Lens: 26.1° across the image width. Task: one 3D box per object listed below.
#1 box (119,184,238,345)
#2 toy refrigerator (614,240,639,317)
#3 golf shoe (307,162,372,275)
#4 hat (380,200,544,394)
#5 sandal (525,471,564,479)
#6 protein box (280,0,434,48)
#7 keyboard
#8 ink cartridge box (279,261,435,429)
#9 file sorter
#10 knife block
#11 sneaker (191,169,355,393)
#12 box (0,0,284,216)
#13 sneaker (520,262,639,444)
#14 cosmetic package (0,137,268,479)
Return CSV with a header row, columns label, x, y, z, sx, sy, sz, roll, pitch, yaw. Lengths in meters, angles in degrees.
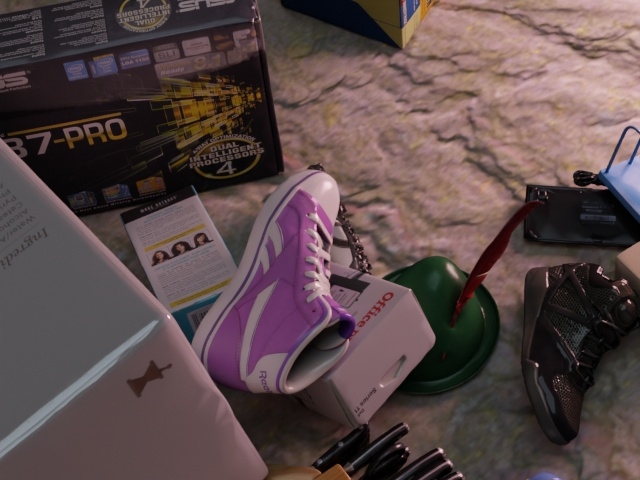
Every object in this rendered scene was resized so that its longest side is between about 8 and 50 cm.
label,x,y,z,sx,sy,sz,roll,pitch,yaw
box,-0.160,0.028,1.647,0.100,0.060,0.244,-23,34,-8
toy refrigerator,0.486,0.013,1.644,0.269,0.094,0.102,-30,53,-15
golf shoe,0.000,0.000,1.708,0.094,0.077,0.198,-26,51,1
hat,0.128,0.048,1.592,0.173,0.183,0.208,26,63,20
sandal,0.336,0.353,1.430,0.138,0.126,0.317,-33,63,-32
protein box,0.072,-0.408,1.920,0.200,0.136,0.201,23,62,19
keyboard,0.347,-0.039,1.729,0.180,0.023,0.108,4,64,6
ink cartridge box,0.003,0.108,1.577,0.208,0.087,0.153,18,56,45
file sorter,0.451,-0.097,1.686,0.170,0.104,0.118,-20,56,-25
knife block,0.023,0.325,1.478,0.242,0.088,0.275,6,57,10
sneaker,-0.009,0.049,1.507,0.161,0.102,0.282,7,60,36
box,-0.254,-0.162,1.681,0.395,0.318,0.097,-11,57,-3
sneaker,0.300,0.119,1.573,0.130,0.087,0.227,-15,48,29
cosmetic package,-0.326,0.154,1.426,0.327,0.329,0.394,-39,52,-13
